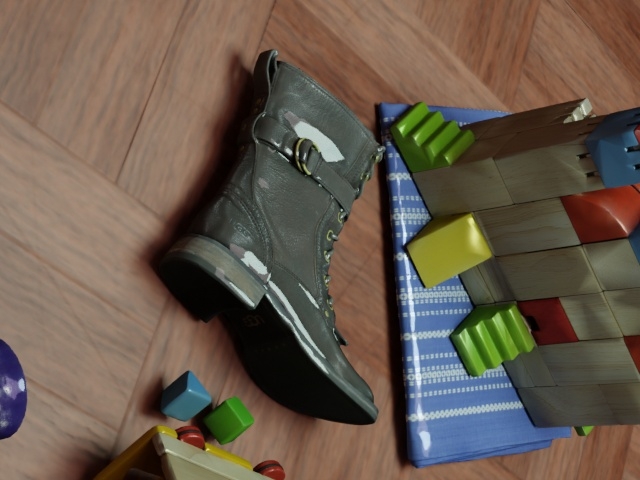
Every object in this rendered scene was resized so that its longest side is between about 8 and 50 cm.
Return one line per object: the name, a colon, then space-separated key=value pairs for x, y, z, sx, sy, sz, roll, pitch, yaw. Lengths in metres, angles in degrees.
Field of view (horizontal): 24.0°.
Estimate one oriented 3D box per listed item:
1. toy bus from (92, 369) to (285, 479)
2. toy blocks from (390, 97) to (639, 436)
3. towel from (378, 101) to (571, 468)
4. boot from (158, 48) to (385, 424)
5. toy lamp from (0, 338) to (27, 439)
toy bus: x=-0.080 y=0.217 z=1.112 sx=0.202 sy=0.104 sz=0.191 roll=49 pitch=15 yaw=-3
toy blocks: x=0.261 y=0.021 z=1.345 sx=0.191 sy=0.261 sz=0.381 roll=-43 pitch=114 yaw=-40
towel: x=0.148 y=0.041 z=1.442 sx=0.243 sy=0.040 sz=0.336 roll=-1 pitch=84 yaw=-46
boot: x=0.000 y=0.000 z=1.236 sx=0.263 sy=0.091 sz=0.229 roll=49 pitch=53 yaw=-30
toy lamp: x=-0.305 y=0.114 z=0.900 sx=0.274 sy=0.080 sz=0.080 roll=-7 pitch=91 yaw=-48
